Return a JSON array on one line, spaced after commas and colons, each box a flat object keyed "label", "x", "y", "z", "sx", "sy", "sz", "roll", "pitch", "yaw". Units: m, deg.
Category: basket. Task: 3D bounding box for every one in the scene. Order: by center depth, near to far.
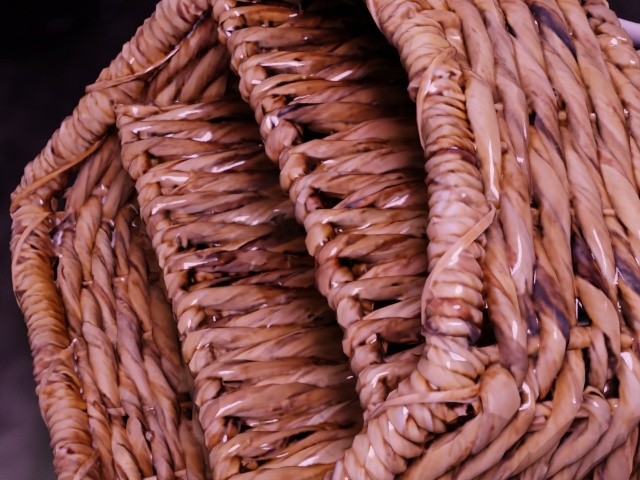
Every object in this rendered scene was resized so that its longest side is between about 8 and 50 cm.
[{"label": "basket", "x": 0.000, "y": 0.000, "z": 0.624, "sx": 0.223, "sy": 0.213, "sz": 0.299, "roll": -4, "pitch": 44, "yaw": -15}]

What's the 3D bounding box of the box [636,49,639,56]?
[{"label": "box", "x": 0.239, "y": -0.033, "z": 0.792, "sx": 0.164, "sy": 0.021, "sz": 0.201, "roll": -17, "pitch": 54, "yaw": -13}]

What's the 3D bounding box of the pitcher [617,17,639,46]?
[{"label": "pitcher", "x": 0.103, "y": -0.164, "z": 0.833, "sx": 0.207, "sy": 0.125, "sz": 0.178, "roll": -22, "pitch": 79, "yaw": -25}]
